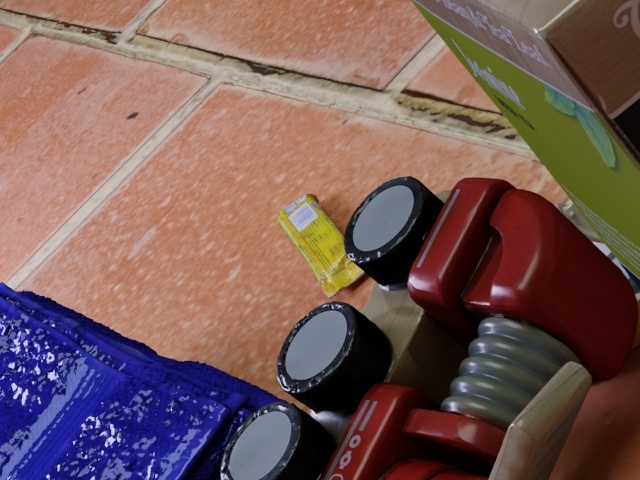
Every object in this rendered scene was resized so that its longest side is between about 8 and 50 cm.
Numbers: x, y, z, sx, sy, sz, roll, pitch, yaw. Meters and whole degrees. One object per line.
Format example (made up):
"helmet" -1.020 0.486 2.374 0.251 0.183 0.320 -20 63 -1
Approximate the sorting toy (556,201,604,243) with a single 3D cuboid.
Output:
"sorting toy" 0.174 -0.033 1.016 0.083 0.045 0.075 -37 16 12

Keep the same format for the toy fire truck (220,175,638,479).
"toy fire truck" 0.083 0.070 0.877 0.246 0.158 0.217 4 60 52

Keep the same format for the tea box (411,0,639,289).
"tea box" 0.257 -0.097 0.718 0.329 0.323 0.220 -41 24 1

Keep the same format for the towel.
"towel" -0.185 0.145 1.185 0.308 0.076 0.227 18 61 46

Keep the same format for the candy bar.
"candy bar" 0.000 0.000 1.305 0.040 0.018 0.161 -38 24 0

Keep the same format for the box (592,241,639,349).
"box" 0.170 0.024 1.004 0.136 0.028 0.081 -35 25 9
